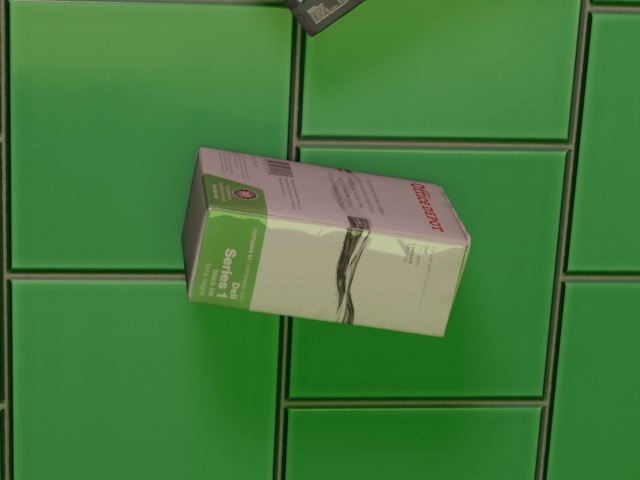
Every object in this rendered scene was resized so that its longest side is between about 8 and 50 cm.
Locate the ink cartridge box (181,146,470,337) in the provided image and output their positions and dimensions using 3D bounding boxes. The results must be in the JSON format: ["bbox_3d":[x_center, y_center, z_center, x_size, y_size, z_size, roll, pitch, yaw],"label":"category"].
[{"bbox_3d":[0.000,0.000,1.520,0.219,0.160,0.093,9,109,-10],"label":"ink cartridge box"}]

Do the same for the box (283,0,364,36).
[{"bbox_3d":[0.031,-0.303,1.442,0.232,0.059,0.183,-34,105,16],"label":"box"}]
